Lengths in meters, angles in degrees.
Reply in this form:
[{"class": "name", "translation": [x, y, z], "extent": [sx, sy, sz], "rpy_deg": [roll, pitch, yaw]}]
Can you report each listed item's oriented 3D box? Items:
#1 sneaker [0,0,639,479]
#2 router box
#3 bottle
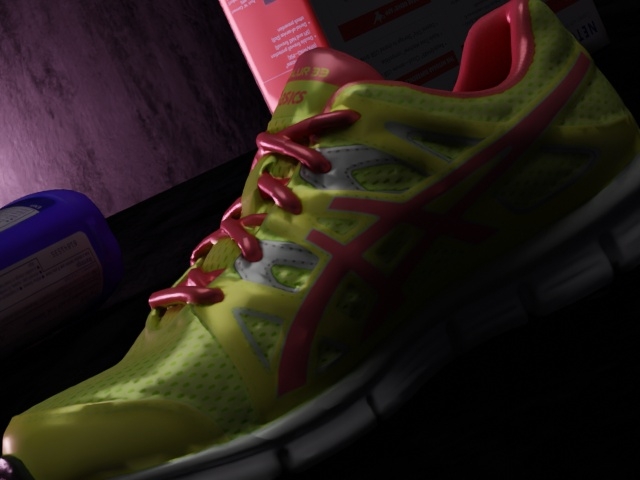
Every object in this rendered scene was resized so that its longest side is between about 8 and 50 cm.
[{"class": "sneaker", "translation": [0.000, 0.000, 0.394], "extent": [0.208, 0.094, 0.081], "rpy_deg": [-30, 9, -26]}, {"class": "router box", "translation": [0.057, -0.229, 1.127], "extent": [0.082, 0.301, 0.335], "rpy_deg": [-19, 8, 44]}, {"class": "bottle", "translation": [-0.245, 0.053, 0.905], "extent": [0.118, 0.092, 0.283], "rpy_deg": [-23, 7, 36]}]
